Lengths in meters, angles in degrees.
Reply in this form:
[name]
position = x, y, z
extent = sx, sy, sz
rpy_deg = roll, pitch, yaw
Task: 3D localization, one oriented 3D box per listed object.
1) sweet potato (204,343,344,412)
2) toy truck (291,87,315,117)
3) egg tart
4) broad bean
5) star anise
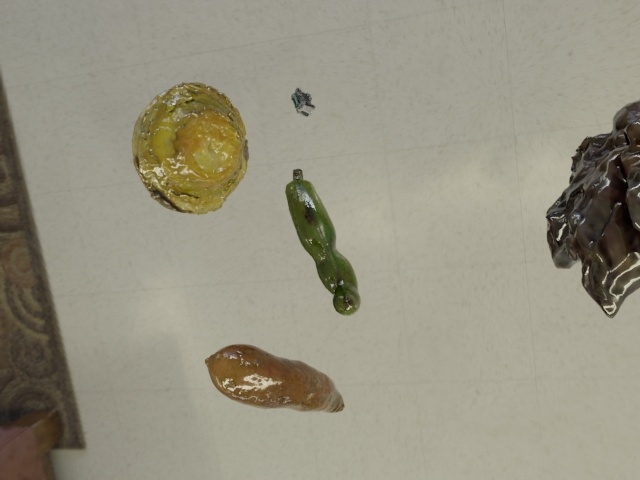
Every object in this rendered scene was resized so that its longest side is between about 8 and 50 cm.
[sweet potato]
position = -0.056, 0.239, 1.127
extent = 0.291, 0.097, 0.097
rpy_deg = 25, 112, -33
[toy truck]
position = -0.044, -0.331, 1.659
extent = 0.039, 0.083, 0.044
rpy_deg = 19, 124, -34
[egg tart]
position = -0.264, -0.201, 1.497
extent = 0.116, 0.294, 0.295
rpy_deg = 6, 107, 51
[broad bean]
position = 0.000, 0.000, 0.867
extent = 0.048, 0.070, 0.214
rpy_deg = -25, 69, 1
[star anise]
position = 0.275, -0.059, 0.545
extent = 0.223, 0.236, 0.109
rpy_deg = -36, 109, 10
